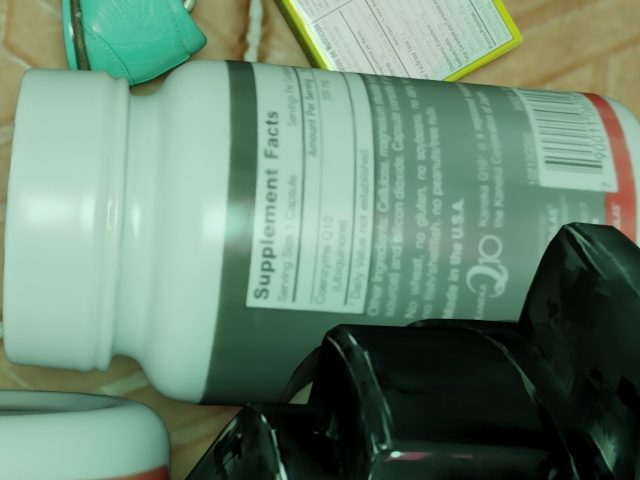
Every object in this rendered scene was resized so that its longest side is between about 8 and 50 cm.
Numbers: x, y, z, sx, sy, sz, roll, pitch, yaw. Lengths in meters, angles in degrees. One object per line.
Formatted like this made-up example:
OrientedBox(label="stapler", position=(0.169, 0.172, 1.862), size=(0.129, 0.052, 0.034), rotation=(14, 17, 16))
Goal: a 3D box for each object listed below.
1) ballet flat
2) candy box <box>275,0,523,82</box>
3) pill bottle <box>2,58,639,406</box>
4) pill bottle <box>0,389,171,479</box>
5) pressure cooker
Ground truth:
OrientedBox(label="ballet flat", position=(-0.098, -0.202, 0.665), size=(0.087, 0.083, 0.247), rotation=(-9, 95, -5))
OrientedBox(label="candy box", position=(0.013, -0.168, 0.710), size=(0.105, 0.027, 0.206), rotation=(-30, 92, -7))
OrientedBox(label="pill bottle", position=(0.000, 0.000, 0.633), size=(0.283, 0.161, 0.161), rotation=(4, 87, -9))
OrientedBox(label="pill bottle", position=(-0.171, 0.249, 0.565), size=(0.210, 0.210, 0.363), rotation=(2, 86, -10))
OrientedBox(label="pressure cooker", position=(0.112, 0.216, 0.470), size=(0.420, 0.375, 0.370), rotation=(6, 69, -14))
